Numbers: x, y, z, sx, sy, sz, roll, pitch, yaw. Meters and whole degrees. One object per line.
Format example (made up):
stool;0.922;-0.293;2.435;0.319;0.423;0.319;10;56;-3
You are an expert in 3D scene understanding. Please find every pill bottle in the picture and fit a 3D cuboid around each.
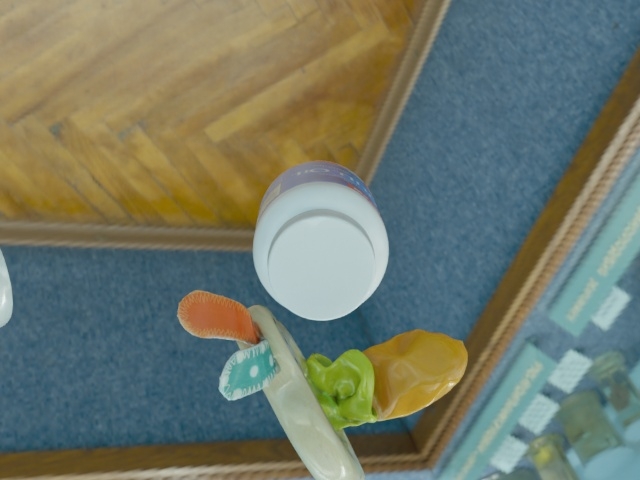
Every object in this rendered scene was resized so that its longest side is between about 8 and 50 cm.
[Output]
pill bottle;0.000;0.000;0.946;0.124;0.221;0.124;0;103;-2

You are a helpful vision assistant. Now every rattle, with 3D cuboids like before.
rattle;0.014;0.073;0.650;0.142;0.130;0.200;-16;134;10

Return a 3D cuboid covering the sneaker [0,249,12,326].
sneaker;-0.374;0.036;0.798;0.169;0.292;0.108;-18;105;-41
